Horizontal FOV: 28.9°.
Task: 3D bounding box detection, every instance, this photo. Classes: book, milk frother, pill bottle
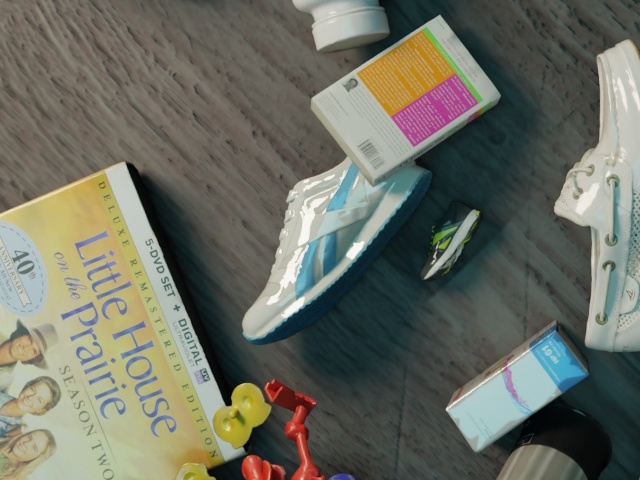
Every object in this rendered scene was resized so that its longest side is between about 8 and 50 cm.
[{"bbox_3d":[0.077,-0.126,1.120,0.144,0.035,0.096,-33,76,-14],"label":"book"},{"bbox_3d":[0.216,0.244,1.090,0.143,0.135,0.129,27,133,14],"label":"milk frother"},{"bbox_3d":[0.012,-0.262,1.134,0.094,0.094,0.169,-13,90,12],"label":"pill bottle"}]

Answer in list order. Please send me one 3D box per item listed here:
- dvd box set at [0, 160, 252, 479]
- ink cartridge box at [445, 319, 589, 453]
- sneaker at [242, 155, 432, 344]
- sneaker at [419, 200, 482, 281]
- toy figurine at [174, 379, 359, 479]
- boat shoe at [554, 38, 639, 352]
[{"bbox_3d":[-0.316,0.143,1.196,0.420,0.062,0.308,-22,89,2],"label":"dvd box set"},{"bbox_3d":[0.177,0.130,1.118,0.122,0.088,0.052,-38,85,10],"label":"ink cartridge box"},{"bbox_3d":[0.000,0.000,1.157,0.092,0.087,0.229,41,92,14],"label":"sneaker"},{"bbox_3d":[0.116,0.000,1.159,0.035,0.031,0.083,38,95,21],"label":"sneaker"},{"bbox_3d":[-0.041,0.327,1.125,0.217,0.191,0.362,28,100,-32],"label":"toy figurine"},{"bbox_3d":[0.254,-0.035,1.092,0.096,0.098,0.277,-5,92,11],"label":"boat shoe"}]
